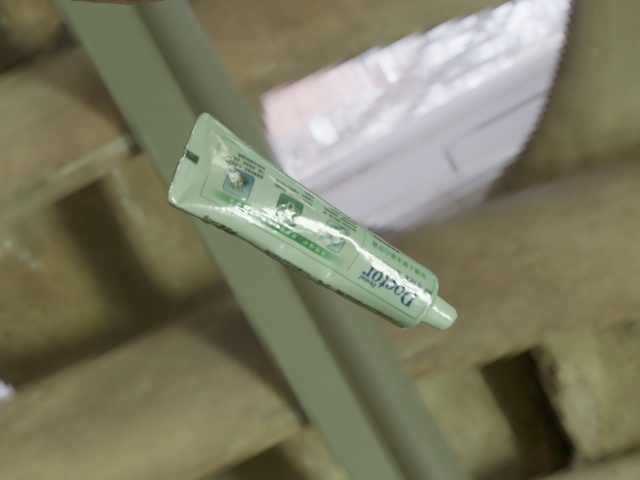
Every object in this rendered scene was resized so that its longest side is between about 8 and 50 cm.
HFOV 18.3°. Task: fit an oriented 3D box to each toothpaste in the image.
[{"bbox_3d":[0.000,0.000,1.222,0.218,0.064,0.041,32,-23,-27],"label":"toothpaste"}]

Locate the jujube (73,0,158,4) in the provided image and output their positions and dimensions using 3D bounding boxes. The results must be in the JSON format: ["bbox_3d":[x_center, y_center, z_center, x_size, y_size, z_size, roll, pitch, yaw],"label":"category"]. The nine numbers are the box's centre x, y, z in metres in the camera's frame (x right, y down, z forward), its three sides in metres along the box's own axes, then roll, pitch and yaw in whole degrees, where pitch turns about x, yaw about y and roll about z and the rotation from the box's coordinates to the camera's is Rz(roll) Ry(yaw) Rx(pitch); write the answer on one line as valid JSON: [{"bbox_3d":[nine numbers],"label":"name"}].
[{"bbox_3d":[-0.091,-0.326,1.241,0.276,0.377,0.276,23,44,-24],"label":"jujube"}]
